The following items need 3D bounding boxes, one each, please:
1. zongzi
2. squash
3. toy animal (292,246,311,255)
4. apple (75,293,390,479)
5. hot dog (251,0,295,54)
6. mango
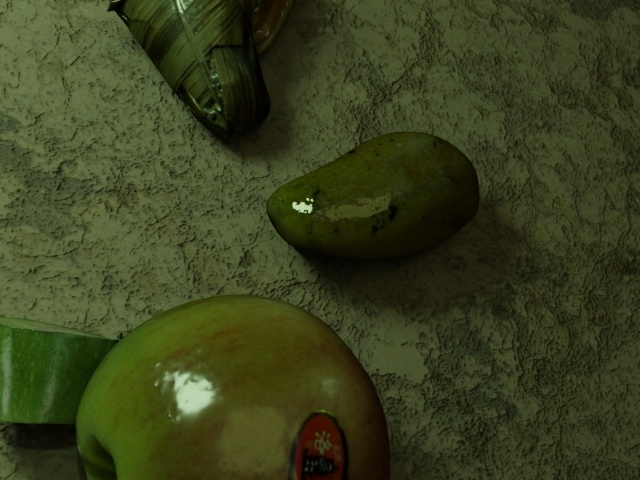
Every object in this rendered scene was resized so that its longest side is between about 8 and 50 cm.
[{"bbox_3d":[-0.126,-0.331,1.119,0.286,0.288,0.134,52,20,3],"label":"zongzi"},{"bbox_3d":[-0.327,0.153,0.915,0.170,0.170,0.123,6,80,-15],"label":"squash"},{"bbox_3d":[0.000,0.000,1.144,0.050,0.028,0.084,42,63,12],"label":"toy animal"},{"bbox_3d":[-0.101,0.226,0.846,0.304,0.338,0.339,-2,69,-26],"label":"apple"},{"bbox_3d":[-0.093,-0.413,1.264,0.109,0.072,0.270,25,65,-8],"label":"hot dog"},{"bbox_3d":[0.088,-0.061,1.113,0.329,0.176,0.176,-17,111,-37],"label":"mango"}]
